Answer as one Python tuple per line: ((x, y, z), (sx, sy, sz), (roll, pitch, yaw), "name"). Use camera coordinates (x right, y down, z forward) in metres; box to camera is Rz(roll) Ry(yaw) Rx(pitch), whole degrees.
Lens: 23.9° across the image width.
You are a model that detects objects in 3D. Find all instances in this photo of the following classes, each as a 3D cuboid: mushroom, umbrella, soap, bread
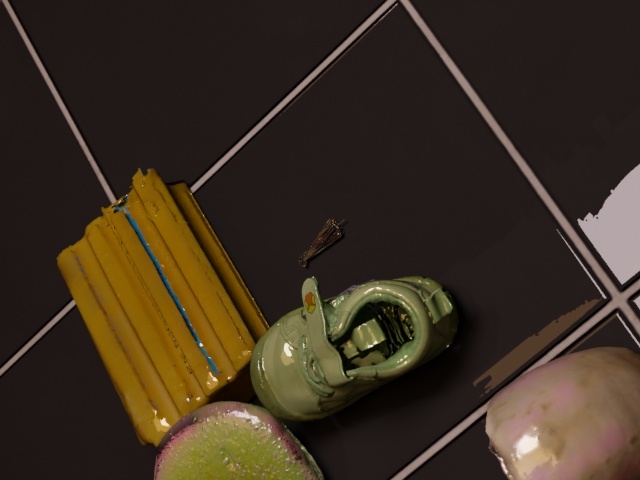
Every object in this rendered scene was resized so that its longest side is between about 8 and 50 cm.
((0.290, 0.203, 1.582), (0.173, 0.162, 0.236), (-44, 62, 20), "mushroom")
((0.001, 0.000, 1.900), (0.083, 0.020, 0.031), (-49, 58, 21), "umbrella")
((-0.198, 0.088, 1.963), (0.204, 0.096, 0.324), (-41, 61, 19), "soap")
((-0.105, 0.307, 1.844), (0.228, 0.033, 0.228), (3, 99, 18), "bread")

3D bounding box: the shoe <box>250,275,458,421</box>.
((0.032, 0.113, 1.771), (0.262, 0.128, 0.140), (-22, 72, 10), "shoe")
